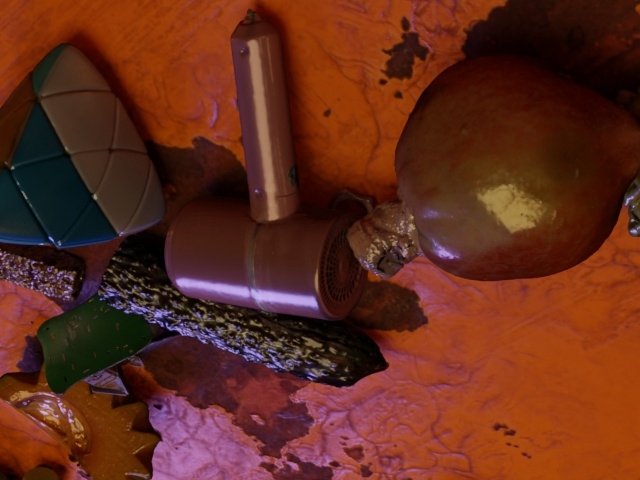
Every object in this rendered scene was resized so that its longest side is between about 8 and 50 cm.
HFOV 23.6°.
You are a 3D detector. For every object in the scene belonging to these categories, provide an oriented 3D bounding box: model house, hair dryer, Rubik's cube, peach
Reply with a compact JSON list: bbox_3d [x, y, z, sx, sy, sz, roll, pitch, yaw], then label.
[{"bbox_3d":[-0.265,0.132,1.964,0.167,0.117,0.088,-31,146,16],"label":"model house"},{"bbox_3d":[-0.072,-0.088,1.701,0.210,0.125,0.352,8,116,29],"label":"hair dryer"},{"bbox_3d":[-0.303,-0.067,1.797,0.254,0.254,0.254,12,129,15],"label":"Rubik's cube"},{"bbox_3d":[0.205,-0.075,1.508,0.256,0.232,0.232,-20,116,23],"label":"peach"}]

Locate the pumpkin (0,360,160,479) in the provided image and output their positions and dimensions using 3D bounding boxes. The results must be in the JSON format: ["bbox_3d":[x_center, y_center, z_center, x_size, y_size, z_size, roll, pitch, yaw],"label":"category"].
[{"bbox_3d":[-0.303,0.242,2.073,0.254,0.130,0.149,36,174,13],"label":"pumpkin"}]

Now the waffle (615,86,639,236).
[{"bbox_3d":[0.391,-0.078,1.529,0.214,0.054,0.208,2,124,24],"label":"waffle"}]

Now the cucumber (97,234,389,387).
[{"bbox_3d":[-0.090,0.100,1.858,0.359,0.096,0.096,23,131,5],"label":"cucumber"}]

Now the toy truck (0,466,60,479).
[{"bbox_3d":[-0.467,0.416,2.246,0.210,0.148,0.187,-7,127,3],"label":"toy truck"}]

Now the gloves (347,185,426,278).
[{"bbox_3d":[0.101,-0.015,1.662,0.110,0.094,0.144,23,125,-28],"label":"gloves"}]

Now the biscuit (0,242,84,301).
[{"bbox_3d":[-0.399,0.026,1.975,0.199,0.034,0.064,18,130,11],"label":"biscuit"}]

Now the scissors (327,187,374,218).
[{"bbox_3d":[0.000,0.000,1.791,0.189,0.015,0.100,-20,113,36],"label":"scissors"}]
